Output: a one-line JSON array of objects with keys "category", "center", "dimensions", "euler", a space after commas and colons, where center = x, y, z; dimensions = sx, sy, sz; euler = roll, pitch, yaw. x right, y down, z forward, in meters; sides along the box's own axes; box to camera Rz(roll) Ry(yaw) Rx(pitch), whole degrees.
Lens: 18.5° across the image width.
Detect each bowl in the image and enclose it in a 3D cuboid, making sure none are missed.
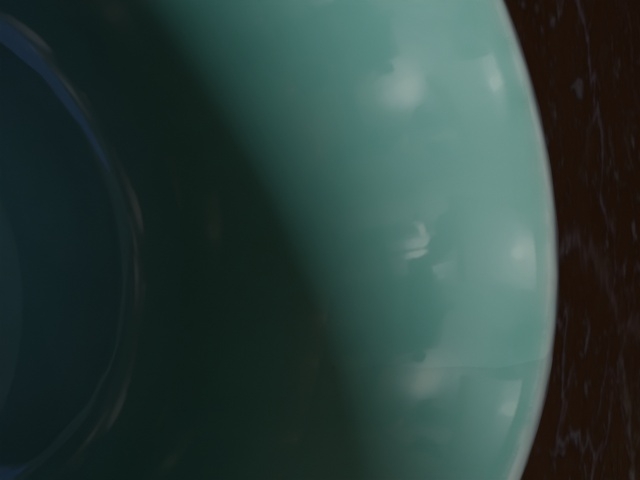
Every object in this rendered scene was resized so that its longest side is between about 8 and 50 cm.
[{"category": "bowl", "center": [-0.087, -0.012, 0.595], "dimensions": [0.311, 0.163, 0.312], "euler": [15, 67, -40]}]
